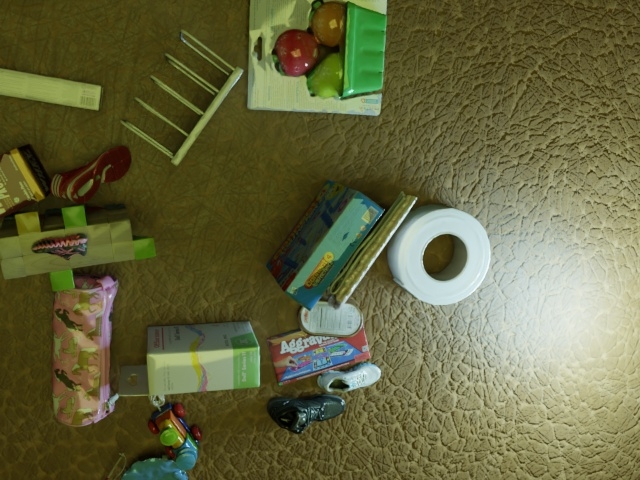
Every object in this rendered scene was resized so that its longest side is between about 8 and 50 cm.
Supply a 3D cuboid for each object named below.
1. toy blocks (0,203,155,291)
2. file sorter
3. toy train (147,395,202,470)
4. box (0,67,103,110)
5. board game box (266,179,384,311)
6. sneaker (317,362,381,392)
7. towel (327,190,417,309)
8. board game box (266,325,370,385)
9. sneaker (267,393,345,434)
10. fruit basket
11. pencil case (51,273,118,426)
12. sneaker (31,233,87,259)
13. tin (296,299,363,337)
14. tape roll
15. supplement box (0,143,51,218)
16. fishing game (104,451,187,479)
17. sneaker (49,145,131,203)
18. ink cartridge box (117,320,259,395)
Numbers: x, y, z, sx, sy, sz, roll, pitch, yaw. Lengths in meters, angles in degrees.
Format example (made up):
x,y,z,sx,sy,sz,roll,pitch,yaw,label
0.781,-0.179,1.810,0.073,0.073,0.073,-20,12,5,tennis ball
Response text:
x,y,z,sx,sy,sz,roll,pitch,yaw,label
-0.613,-0.014,1.675,0.382,0.261,0.190,-9,108,-17,toy blocks
-0.347,-0.350,1.700,0.173,0.193,0.277,34,91,-15,file sorter
-0.418,0.503,1.871,0.105,0.143,0.248,-33,107,-6,toy train
-0.699,-0.373,1.675,0.324,0.063,0.067,6,98,-15,box
0.000,0.000,1.793,0.086,0.302,0.308,36,90,-17,board game box
0.091,0.412,2.011,0.191,0.083,0.071,-10,101,-13,sneaker
0.126,0.033,1.816,0.053,0.317,0.331,36,83,5,towel
-0.004,0.312,1.997,0.281,0.027,0.145,-16,103,-10,board game box
-0.030,0.500,1.975,0.228,0.130,0.087,3,102,-16,sneaker
-0.009,-0.497,1.796,0.353,0.165,0.326,2,100,2,fruit basket
-0.606,0.273,1.774,0.167,0.160,0.385,1,100,-13,pencil case
-0.578,0.022,1.533,0.119,0.047,0.057,-7,119,-16,sneaker
0.028,0.221,1.962,0.190,0.040,0.106,5,77,-8,tin
0.339,0.040,1.990,0.286,0.100,0.286,-3,102,-14,tape roll
-0.761,-0.129,1.638,0.191,0.194,0.129,-26,106,-7,supplement box
-0.468,0.677,1.939,0.264,0.041,0.189,27,106,-21,fishing game
-0.584,-0.175,1.716,0.128,0.221,0.087,10,125,26,sneaker
-0.350,0.307,1.816,0.354,0.207,0.119,-2,103,-14,ink cartridge box
